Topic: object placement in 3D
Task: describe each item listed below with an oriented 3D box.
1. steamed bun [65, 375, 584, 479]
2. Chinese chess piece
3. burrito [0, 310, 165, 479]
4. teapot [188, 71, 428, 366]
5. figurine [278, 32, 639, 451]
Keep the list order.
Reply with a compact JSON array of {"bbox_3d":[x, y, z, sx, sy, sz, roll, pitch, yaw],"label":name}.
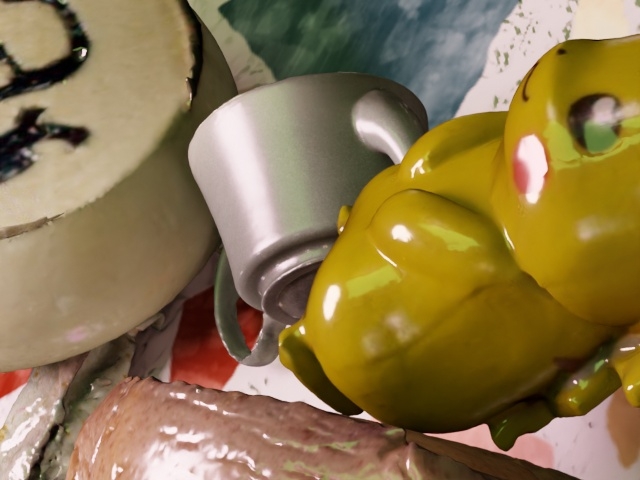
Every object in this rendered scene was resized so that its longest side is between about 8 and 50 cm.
[{"bbox_3d":[0.005,0.197,0.935,0.301,0.251,0.199,3,76,45],"label":"steamed bun"},{"bbox_3d":[-0.230,-0.068,1.271,0.349,0.146,0.349,-7,46,7],"label":"Chinese chess piece"},{"bbox_3d":[-0.201,0.166,1.240,0.096,0.066,0.309,5,64,42],"label":"burrito"},{"bbox_3d":[0.000,0.000,1.136,0.239,0.162,0.149,-39,53,41],"label":"teapot"},{"bbox_3d":[0.130,0.001,0.903,0.326,0.169,0.218,-37,20,37],"label":"figurine"}]
